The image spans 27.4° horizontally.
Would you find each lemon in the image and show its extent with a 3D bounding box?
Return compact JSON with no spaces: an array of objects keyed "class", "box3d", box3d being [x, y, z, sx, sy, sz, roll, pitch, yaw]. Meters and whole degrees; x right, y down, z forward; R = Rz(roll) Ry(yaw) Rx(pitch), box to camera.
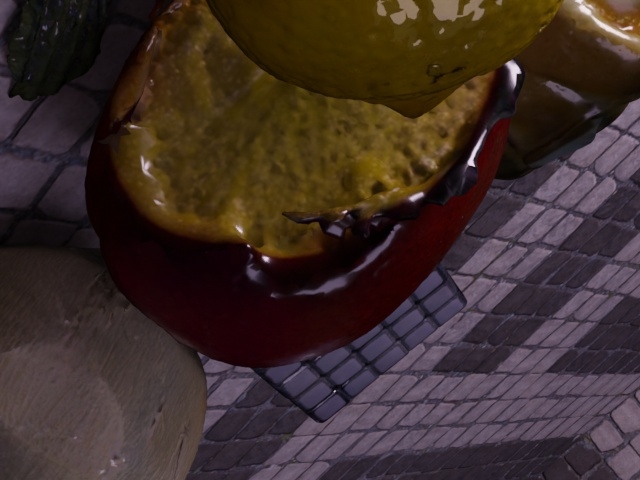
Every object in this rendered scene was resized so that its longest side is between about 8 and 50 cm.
[{"class":"lemon","box3d":[0.043,-0.267,0.971,0.336,0.336,0.336,-28,153,-16]}]

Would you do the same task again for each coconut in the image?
[{"class":"coconut","box3d":[-0.299,0.190,1.317,0.346,0.346,0.360,-61,179,41]}]

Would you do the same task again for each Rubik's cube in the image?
[{"class":"Rubik's cube","box3d":[-0.009,0.024,1.487,0.237,0.237,0.238,-40,148,2]}]

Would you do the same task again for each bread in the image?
[{"class":"bread","box3d":[0.257,-0.207,1.414,0.341,0.210,0.300,-32,164,25]}]

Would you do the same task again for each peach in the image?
[{"class":"peach","box3d":[-0.011,-0.099,1.205,0.416,0.339,0.353,-48,168,21]}]

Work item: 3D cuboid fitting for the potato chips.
[{"class":"potato chips","box3d":[-0.224,-0.194,1.122,0.092,0.028,0.207,-21,152,-31]}]
